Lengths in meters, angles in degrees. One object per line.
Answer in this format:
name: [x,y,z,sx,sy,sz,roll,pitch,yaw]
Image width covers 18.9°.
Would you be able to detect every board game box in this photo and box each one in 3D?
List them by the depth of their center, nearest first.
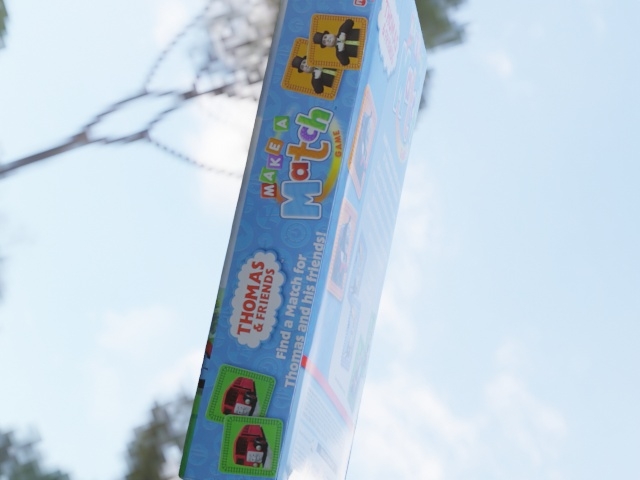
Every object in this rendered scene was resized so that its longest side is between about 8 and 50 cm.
board game box: [0.000,0.000,0.725,0.160,0.039,0.211,63,38,-73]
